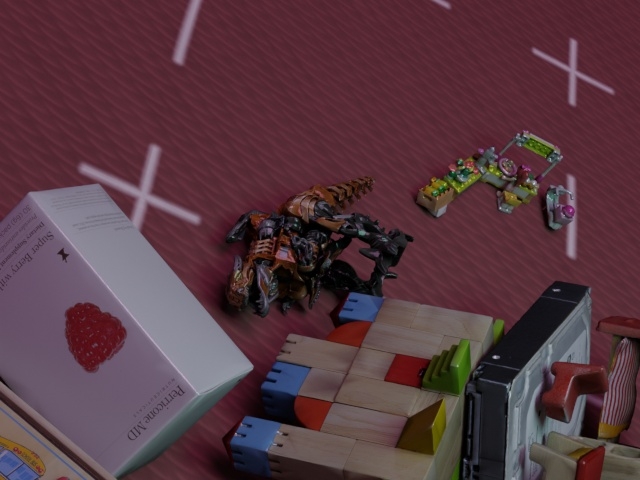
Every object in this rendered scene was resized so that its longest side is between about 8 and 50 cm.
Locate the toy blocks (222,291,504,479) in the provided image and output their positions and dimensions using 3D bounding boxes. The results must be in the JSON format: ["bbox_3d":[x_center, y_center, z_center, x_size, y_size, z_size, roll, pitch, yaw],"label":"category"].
[{"bbox_3d":[0.049,0.200,1.856,0.261,0.191,0.381,10,43,20],"label":"toy blocks"}]

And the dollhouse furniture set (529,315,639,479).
[{"bbox_3d":[0.401,0.224,1.969,0.152,0.201,0.374,10,7,23],"label":"dollhouse furniture set"}]

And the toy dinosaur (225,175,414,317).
[{"bbox_3d":[0.000,0.000,2.037,0.218,0.164,0.322,30,64,10],"label":"toy dinosaur"}]

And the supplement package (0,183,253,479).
[{"bbox_3d":[-0.253,0.103,1.706,0.293,0.177,0.175,48,16,8],"label":"supplement package"}]

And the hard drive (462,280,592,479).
[{"bbox_3d":[0.274,0.219,1.960,0.064,0.237,0.339,10,23,25],"label":"hard drive"}]

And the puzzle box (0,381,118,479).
[{"bbox_3d":[-0.363,0.271,1.496,0.409,0.052,0.272,34,49,22],"label":"puzzle box"}]

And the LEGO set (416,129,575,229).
[{"bbox_3d":[0.278,-0.105,2.335,0.287,0.107,0.132,7,53,-31],"label":"LEGO set"}]
